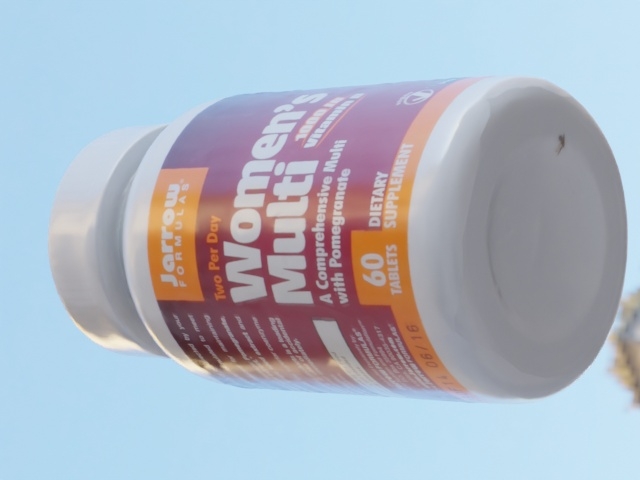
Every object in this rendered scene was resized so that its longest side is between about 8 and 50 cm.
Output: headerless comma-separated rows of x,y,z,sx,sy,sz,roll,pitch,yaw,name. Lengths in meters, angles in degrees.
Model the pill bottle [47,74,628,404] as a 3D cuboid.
0.000,0.000,0.764,0.121,0.221,0.121,1,-91,-48,pill bottle
